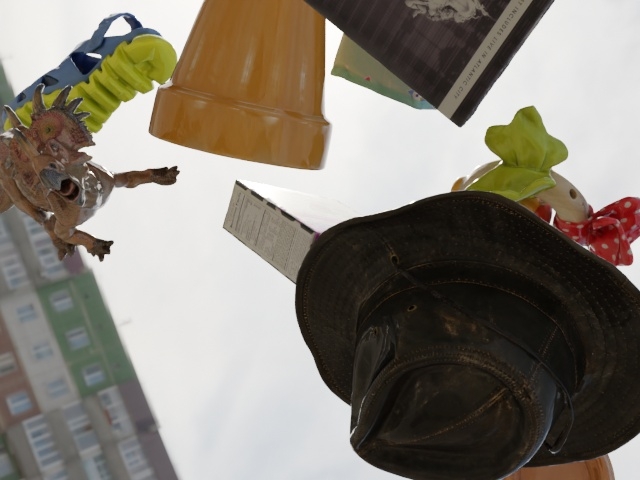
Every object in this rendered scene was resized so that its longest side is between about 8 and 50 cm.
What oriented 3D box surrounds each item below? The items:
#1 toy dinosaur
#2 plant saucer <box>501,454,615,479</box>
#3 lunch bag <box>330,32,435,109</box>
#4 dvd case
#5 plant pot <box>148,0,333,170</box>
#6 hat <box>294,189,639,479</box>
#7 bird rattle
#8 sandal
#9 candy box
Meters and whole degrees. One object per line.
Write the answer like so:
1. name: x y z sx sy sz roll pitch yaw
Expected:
1. toy dinosaur: -0.297 -0.078 1.126 0.296 0.127 0.200 3 -27 42
2. plant saucer: 0.317 0.327 1.442 0.200 0.200 0.037 64 -20 12
3. lunch bag: 0.152 -0.284 1.318 0.160 0.262 0.223 26 -71 26
4. dvd case: 0.055 -0.205 0.731 0.221 0.018 0.164 41 -47 9
5. plant pot: -0.075 -0.192 1.183 0.205 0.205 0.187 23 -76 51
6. hat: 0.104 0.121 0.854 0.331 0.134 0.331 16 -44 16
7. bird rattle: 0.282 -0.048 1.333 0.207 0.254 0.143 -14 -129 56
8. sandal: -0.378 -0.261 1.706 0.126 0.317 0.138 49 15 -53
9. candy box: 0.000 0.000 1.275 0.233 0.159 0.071 35 -69 58
